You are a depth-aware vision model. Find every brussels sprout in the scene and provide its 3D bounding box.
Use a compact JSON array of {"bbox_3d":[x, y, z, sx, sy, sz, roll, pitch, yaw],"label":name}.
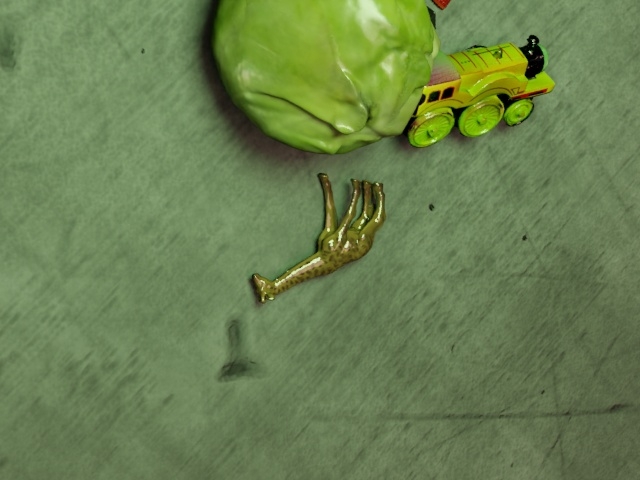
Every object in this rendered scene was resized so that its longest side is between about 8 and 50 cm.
[{"bbox_3d":[0.007,-0.288,1.188,0.328,0.247,0.328,7,123,11],"label":"brussels sprout"}]

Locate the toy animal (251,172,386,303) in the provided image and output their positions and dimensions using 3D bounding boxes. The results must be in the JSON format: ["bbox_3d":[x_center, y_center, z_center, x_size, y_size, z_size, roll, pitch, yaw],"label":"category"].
[{"bbox_3d":[0.007,0.006,1.388,0.149,0.054,0.275,36,88,-27],"label":"toy animal"}]

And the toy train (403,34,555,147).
[{"bbox_3d":[0.247,-0.249,1.377,0.296,0.100,0.161,-16,145,-22],"label":"toy train"}]

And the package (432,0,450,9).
[{"bbox_3d":[0.229,-0.480,1.376,0.083,0.022,0.200,36,88,-29],"label":"package"}]

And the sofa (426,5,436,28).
[{"bbox_3d":[0.105,-0.321,1.343,0.147,0.085,0.060,-46,163,-9],"label":"sofa"}]
